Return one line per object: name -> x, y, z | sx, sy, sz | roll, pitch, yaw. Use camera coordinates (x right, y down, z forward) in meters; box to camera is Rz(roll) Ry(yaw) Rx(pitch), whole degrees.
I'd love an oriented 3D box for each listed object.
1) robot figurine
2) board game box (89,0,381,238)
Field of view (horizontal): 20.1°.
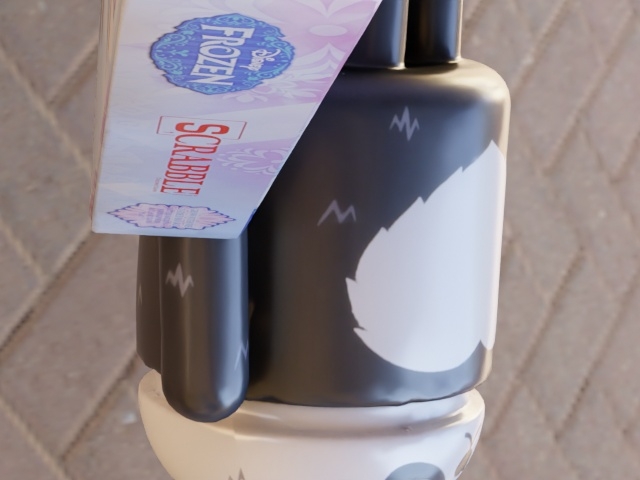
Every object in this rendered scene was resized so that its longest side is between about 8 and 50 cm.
robot figurine -> 0.003, 0.000, 0.847 | 0.209, 0.173, 0.278 | -1, 101, -23
board game box -> -0.033, -0.183, 0.594 | 0.066, 0.318, 0.318 | 3, 80, -8
